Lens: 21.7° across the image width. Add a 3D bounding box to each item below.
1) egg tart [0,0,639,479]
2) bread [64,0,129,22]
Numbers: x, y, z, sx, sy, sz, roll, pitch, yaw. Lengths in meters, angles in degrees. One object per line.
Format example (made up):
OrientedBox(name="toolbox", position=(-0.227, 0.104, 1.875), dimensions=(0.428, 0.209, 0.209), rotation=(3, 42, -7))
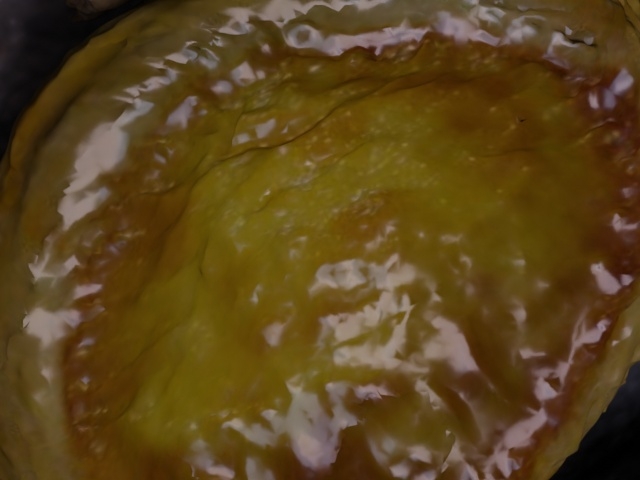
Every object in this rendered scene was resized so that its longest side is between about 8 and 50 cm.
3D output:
OrientedBox(name="egg tart", position=(0.000, 0.000, 0.676), dimensions=(0.318, 0.128, 0.319), rotation=(-10, 122, -17))
OrientedBox(name="bread", position=(-0.096, -0.135, 0.598), dimensions=(0.113, 0.060, 0.082), rotation=(44, 67, -4))
